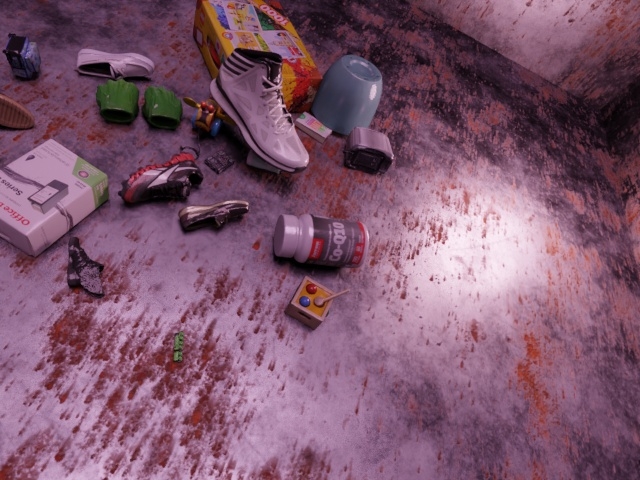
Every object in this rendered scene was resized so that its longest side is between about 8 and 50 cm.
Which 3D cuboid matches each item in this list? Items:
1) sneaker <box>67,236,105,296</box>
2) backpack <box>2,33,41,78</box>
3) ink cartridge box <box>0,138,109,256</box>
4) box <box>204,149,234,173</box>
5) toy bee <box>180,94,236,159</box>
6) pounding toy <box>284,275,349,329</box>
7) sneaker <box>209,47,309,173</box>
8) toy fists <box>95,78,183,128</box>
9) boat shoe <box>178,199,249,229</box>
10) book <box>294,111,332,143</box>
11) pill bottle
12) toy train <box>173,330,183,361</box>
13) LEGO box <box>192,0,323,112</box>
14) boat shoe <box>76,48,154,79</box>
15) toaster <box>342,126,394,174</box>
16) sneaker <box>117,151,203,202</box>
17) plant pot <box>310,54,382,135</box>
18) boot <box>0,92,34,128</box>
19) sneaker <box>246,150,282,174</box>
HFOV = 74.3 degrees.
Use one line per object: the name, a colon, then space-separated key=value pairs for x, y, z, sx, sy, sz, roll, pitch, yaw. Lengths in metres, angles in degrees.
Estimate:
sneaker: x=-0.626 y=0.069 z=1.134 sx=0.089 sy=0.051 sz=0.170 roll=0 pitch=63 yaw=-24
backpack: x=-0.970 y=-0.594 z=1.383 sx=0.084 sy=0.114 sz=0.105 roll=5 pitch=59 yaw=-22
ink cartridge box: x=-0.760 y=-0.122 z=1.158 sx=0.198 sy=0.115 sz=0.273 roll=33 pitch=51 yaw=0
box: x=-0.359 y=-0.281 z=1.504 sx=0.067 sy=0.018 sz=0.083 roll=40 pitch=52 yaw=5
toy bee: x=-0.391 y=-0.442 z=1.508 sx=0.195 sy=0.162 sz=0.299 roll=5 pitch=56 yaw=-23
pounding toy: x=-0.010 y=0.185 z=1.293 sx=0.141 sy=0.100 sz=0.130 roll=30 pitch=52 yaw=-2
sneaker: x=-0.168 y=-0.446 z=1.408 sx=0.447 sy=0.257 sz=0.169 roll=47 pitch=47 yaw=-2
toy fists: x=-0.624 y=-0.475 z=1.471 sx=0.278 sy=0.096 sz=0.143 roll=2 pitch=68 yaw=-25
boat shoe: x=-0.332 y=-0.075 z=1.345 sx=0.223 sy=0.080 sz=0.074 roll=-10 pitch=68 yaw=-23
book: x=-0.027 y=-0.477 z=1.777 sx=0.144 sy=0.035 sz=0.096 roll=32 pitch=47 yaw=0
pill bottle: x=0.000 y=0.000 z=1.383 sx=0.282 sy=0.161 sz=0.162 roll=7 pitch=56 yaw=-20
toy train: x=-0.377 y=0.281 z=1.121 sx=0.023 sy=0.017 sz=0.083 roll=0 pitch=58 yaw=-11
LEGO box: x=-0.271 y=-0.774 z=1.761 sx=0.372 sy=0.193 sz=0.501 roll=-12 pitch=64 yaw=-30
boat shoe: x=-0.738 y=-0.621 z=1.528 sx=0.257 sy=0.095 sz=0.084 roll=-1 pitch=62 yaw=-12
toaster: x=0.189 y=-0.373 z=1.742 sx=0.226 sy=0.129 sz=0.147 roll=12 pitch=50 yaw=-14
sneaker: x=-0.486 y=-0.179 z=1.328 sx=0.135 sy=0.098 sz=0.276 roll=44 pitch=51 yaw=12
plant pot: x=0.127 y=-0.637 z=1.804 sx=0.292 sy=0.235 sz=0.293 roll=14 pitch=49 yaw=-16
boot: x=-1.005 y=-0.454 z=1.285 sx=0.248 sy=0.090 sz=0.207 roll=25 pitch=23 yaw=-43
sneaker: x=-0.162 y=-0.356 z=1.592 sx=0.150 sy=0.094 sz=0.256 roll=22 pitch=61 yaw=-3
